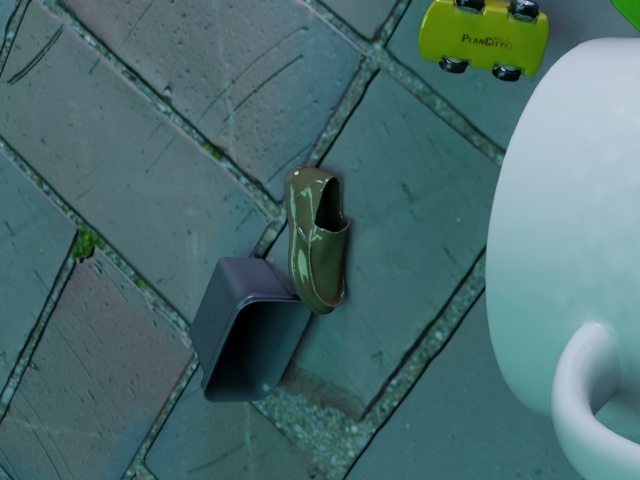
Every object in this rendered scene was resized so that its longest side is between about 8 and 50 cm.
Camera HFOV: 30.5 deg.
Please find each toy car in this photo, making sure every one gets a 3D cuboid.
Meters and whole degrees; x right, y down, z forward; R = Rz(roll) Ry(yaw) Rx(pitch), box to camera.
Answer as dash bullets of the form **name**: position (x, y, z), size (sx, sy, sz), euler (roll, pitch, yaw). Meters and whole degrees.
- **toy car**: position (0.220, -0.163, 0.907), size (0.239, 0.053, 0.225), euler (40, 109, -20)

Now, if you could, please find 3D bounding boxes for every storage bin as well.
- **storage bin**: position (-0.075, 0.084, 1.196), size (0.091, 0.098, 0.135), euler (57, 133, 43)

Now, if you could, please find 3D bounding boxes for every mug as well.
- **mug**: position (0.286, 0.039, 0.707), size (0.328, 0.374, 0.276), euler (10, 126, 38)

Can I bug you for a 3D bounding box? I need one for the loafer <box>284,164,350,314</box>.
- **loafer**: position (0.000, 0.000, 1.131), size (0.050, 0.056, 0.148), euler (-3, 102, 42)
